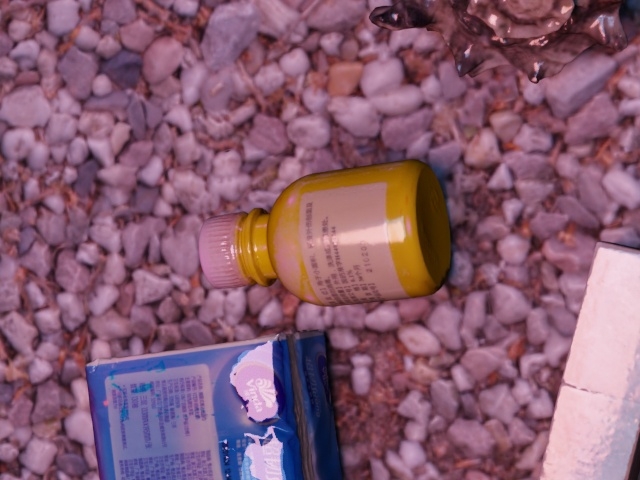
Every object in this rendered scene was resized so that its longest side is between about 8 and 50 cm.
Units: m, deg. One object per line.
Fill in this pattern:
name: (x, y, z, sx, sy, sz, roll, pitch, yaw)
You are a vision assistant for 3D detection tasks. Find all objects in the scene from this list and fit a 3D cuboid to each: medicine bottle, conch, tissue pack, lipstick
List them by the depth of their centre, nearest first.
conch: (0.185, -0.261, 1.163, 0.240, 0.186, 0.313, 45, 97, 2)
lipstick: (0.231, 0.189, 1.191, 0.076, 0.079, 0.372, 15, 94, 21)
medicine bottle: (0.000, 0.000, 1.255, 0.212, 0.122, 0.122, -7, 87, 20)
tissue pack: (-0.086, 0.224, 1.270, 0.198, 0.146, 0.264, -9, 85, 18)
